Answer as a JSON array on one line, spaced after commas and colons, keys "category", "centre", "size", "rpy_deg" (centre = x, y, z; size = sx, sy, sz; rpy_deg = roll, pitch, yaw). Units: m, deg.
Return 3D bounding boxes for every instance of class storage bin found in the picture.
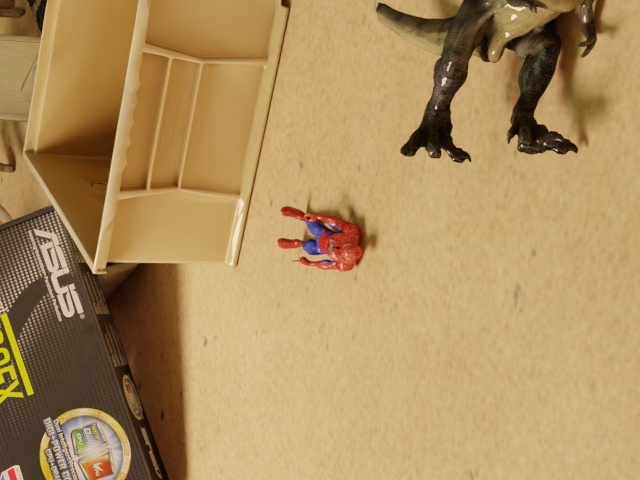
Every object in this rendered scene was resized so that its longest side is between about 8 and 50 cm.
[{"category": "storage bin", "centre": [-0.145, -0.142, 1.225], "size": [0.262, 0.123, 0.260], "rpy_deg": [-134, 51, -58]}]

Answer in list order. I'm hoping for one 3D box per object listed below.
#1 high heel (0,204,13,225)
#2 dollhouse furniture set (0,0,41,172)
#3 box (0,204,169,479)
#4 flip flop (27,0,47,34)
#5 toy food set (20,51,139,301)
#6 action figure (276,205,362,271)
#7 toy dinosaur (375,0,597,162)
[{"category": "high heel", "centre": [-0.346, 0.037, 1.591], "size": [0.244, 0.082, 0.117], "rpy_deg": [61, 169, -18]}, {"category": "dollhouse furniture set", "centre": [-0.393, -0.191, 1.793], "size": [0.242, 0.161, 0.212], "rpy_deg": [-152, 66, -86]}, {"category": "box", "centre": [-0.279, 0.130, 1.292], "size": [0.060, 0.216, 0.270], "rpy_deg": [12, -122, -83]}, {"category": "flip flop", "centre": [-0.269, -0.281, 1.545], "size": [0.112, 0.080, 0.277], "rpy_deg": [66, 162, 4]}, {"category": "toy food set", "centre": [-0.257, -0.065, 1.487], "size": [0.220, 0.092, 0.306], "rpy_deg": [137, 131, -55]}, {"category": "action figure", "centre": [0.000, 0.000, 1.014], "size": [0.115, 0.030, 0.038], "rpy_deg": [18, 98, 62]}, {"category": "toy dinosaur", "centre": [0.093, -0.103, 0.796], "size": [0.268, 0.064, 0.118], "rpy_deg": [166, 112, -66]}]
